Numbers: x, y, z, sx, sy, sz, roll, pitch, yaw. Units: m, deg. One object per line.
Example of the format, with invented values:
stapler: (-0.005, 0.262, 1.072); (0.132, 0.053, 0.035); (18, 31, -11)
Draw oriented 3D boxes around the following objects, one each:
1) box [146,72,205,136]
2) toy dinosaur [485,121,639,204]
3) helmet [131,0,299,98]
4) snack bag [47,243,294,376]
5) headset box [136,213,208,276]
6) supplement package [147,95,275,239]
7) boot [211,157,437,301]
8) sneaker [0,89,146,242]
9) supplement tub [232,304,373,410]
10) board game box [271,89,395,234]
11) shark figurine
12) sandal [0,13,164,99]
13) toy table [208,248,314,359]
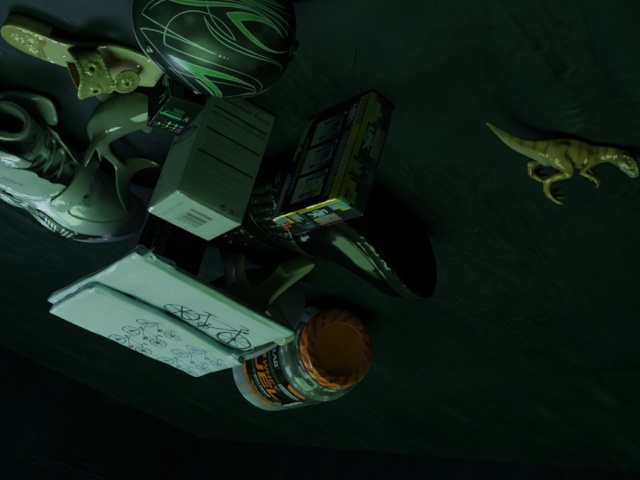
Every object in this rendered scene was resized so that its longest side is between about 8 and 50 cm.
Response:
box: (-0.198, -0.193, 1.172); (0.052, 0.062, 0.083); (15, 148, -30)
toy dinosaur: (0.296, -0.110, 1.094); (0.211, 0.064, 0.112); (8, 138, -4)
helmet: (-0.113, -0.239, 0.932); (0.169, 0.170, 0.161); (9, 171, 15)
snack bag: (-0.250, 0.134, 1.433); (0.323, 0.037, 0.342); (32, 145, -29)
headset box: (-0.288, 0.044, 1.569); (0.110, 0.218, 0.293); (20, 156, -13)
supplement package: (-0.152, -0.109, 1.205); (0.105, 0.179, 0.105); (27, 153, -25)
boot: (0.001, -0.004, 1.387); (0.260, 0.131, 0.348); (-21, 126, 43)
sneaker: (-0.446, -0.119, 1.416); (0.365, 0.137, 0.210); (28, 156, -17)
supplement tub: (-0.041, 0.261, 1.892); (0.207, 0.207, 0.338); (26, 153, -21)
board game box: (0.017, -0.101, 1.131); (0.048, 0.170, 0.141); (34, 151, -31)
shark figurine: (-0.330, -0.147, 1.325); (0.166, 0.116, 0.278); (23, 153, -11)
sandal: (-0.330, -0.231, 1.179); (0.240, 0.079, 0.088); (18, 155, -5)
toy table: (-0.136, 0.111, 1.629); (0.252, 0.274, 0.161); (47, 147, 12)
